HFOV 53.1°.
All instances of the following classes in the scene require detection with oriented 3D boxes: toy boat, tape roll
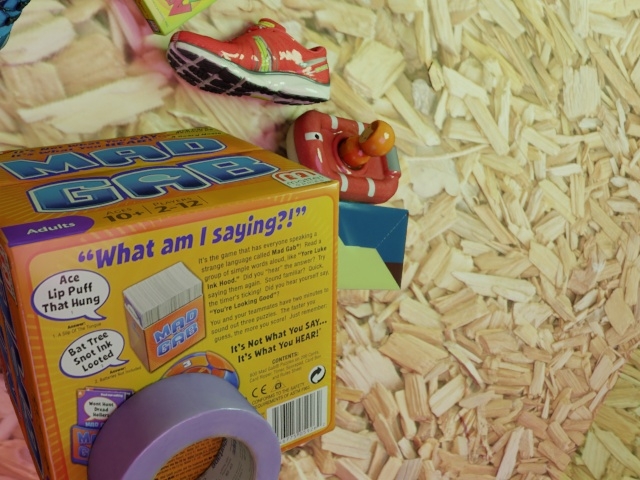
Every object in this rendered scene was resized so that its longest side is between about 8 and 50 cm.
[{"bbox_3d":[0.060,-0.150,1.063,0.231,0.151,0.150,4,68,-38],"label":"toy boat"},{"bbox_3d":[-0.142,0.243,0.684,0.189,0.080,0.188,-14,116,-30],"label":"tape roll"}]

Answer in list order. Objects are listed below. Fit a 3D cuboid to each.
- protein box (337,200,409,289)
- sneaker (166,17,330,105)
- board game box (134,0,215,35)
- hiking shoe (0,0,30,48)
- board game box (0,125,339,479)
[{"bbox_3d":[0.000,0.000,1.057,0.200,0.201,0.135,4,93,-38],"label":"protein box"},{"bbox_3d":[-0.103,-0.279,0.967,0.279,0.107,0.118,3,88,-40],"label":"sneaker"},{"bbox_3d":[-0.176,-0.374,0.890,0.181,0.043,0.092,-41,128,-16],"label":"board game box"},{"bbox_3d":[-0.374,-0.299,0.718,0.113,0.132,0.303,26,93,-40],"label":"hiking shoe"},{"bbox_3d":[-0.221,0.074,0.839,0.357,0.356,0.355,-14,116,-31],"label":"board game box"}]
